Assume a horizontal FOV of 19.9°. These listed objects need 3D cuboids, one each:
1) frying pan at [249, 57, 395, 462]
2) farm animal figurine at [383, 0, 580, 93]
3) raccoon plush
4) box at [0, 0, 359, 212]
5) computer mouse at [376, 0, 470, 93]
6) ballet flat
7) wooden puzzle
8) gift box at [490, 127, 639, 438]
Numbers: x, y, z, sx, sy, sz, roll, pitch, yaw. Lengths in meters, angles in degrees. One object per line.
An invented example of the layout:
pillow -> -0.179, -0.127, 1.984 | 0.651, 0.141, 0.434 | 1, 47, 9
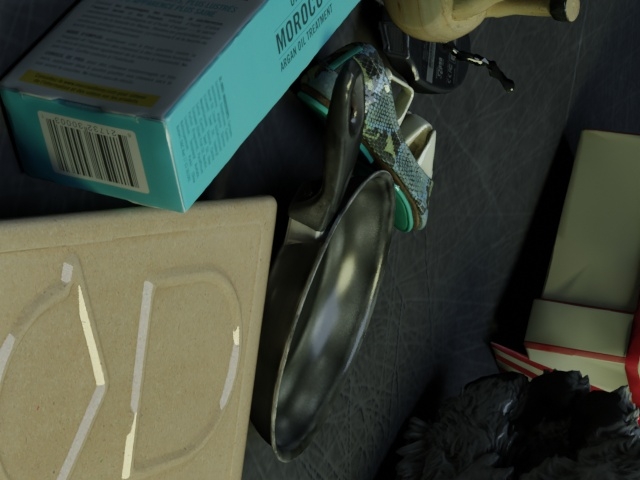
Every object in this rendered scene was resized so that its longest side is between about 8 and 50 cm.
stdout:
frying pan -> -0.010, 0.028, 1.105 | 0.326, 0.053, 0.197 | 58, 52, -71
farm animal figurine -> 0.074, -0.307, 1.080 | 0.327, 0.172, 0.330 | 55, 49, -38
raccoon plush -> 0.137, 0.306, 1.441 | 0.446, 0.216, 0.299 | -34, 130, -16
box -> -0.057, -0.119, 0.959 | 0.244, 0.100, 0.060 | -53, 146, -40
computer mouse -> 0.033, -0.152, 1.206 | 0.242, 0.041, 0.071 | 26, 69, -57
ballet flat -> 0.046, -0.069, 1.214 | 0.070, 0.070, 0.188 | -69, 154, -18
wooden puzzle -> -0.135, 0.137, 0.947 | 0.348, 0.080, 0.322 | -12, 111, -67
gift box -> 0.308, 0.063, 1.614 | 0.276, 0.255, 0.258 | 55, 46, -56
